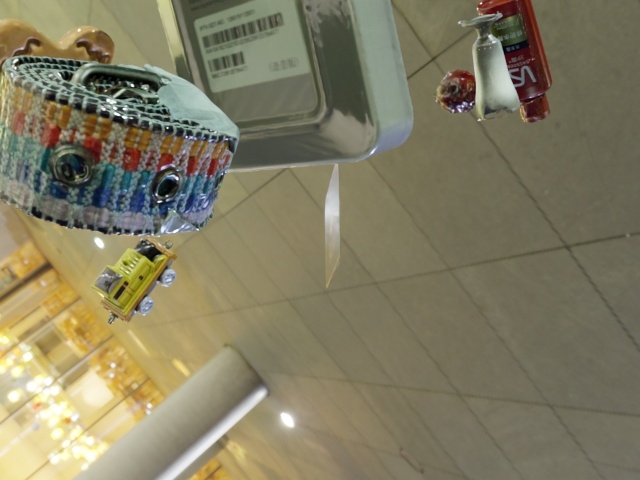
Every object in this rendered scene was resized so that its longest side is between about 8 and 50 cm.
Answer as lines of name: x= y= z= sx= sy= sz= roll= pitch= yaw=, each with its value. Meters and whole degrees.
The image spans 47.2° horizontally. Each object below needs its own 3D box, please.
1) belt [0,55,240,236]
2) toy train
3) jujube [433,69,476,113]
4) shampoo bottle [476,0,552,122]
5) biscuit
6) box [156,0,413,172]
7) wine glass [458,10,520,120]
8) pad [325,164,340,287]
belt: x=-0.204 y=-0.099 z=0.748 sx=0.207 sy=0.257 sz=0.150 roll=31 pitch=110 yaw=26
toy train: x=-0.393 y=0.077 z=1.550 sx=0.089 sy=0.219 sz=0.127 roll=27 pitch=164 yaw=30
jujube: x=0.319 y=-0.339 z=1.671 sx=0.104 sy=0.104 sz=0.166 roll=49 pitch=-159 yaw=5
shampoo bottle: x=0.462 y=-0.423 z=1.702 sx=0.118 sy=0.076 sz=0.314 roll=-13 pitch=123 yaw=22
biscuit: x=-0.398 y=-0.204 z=1.183 sx=0.052 sy=0.275 sz=0.355 roll=42 pitch=-172 yaw=39
box: x=-0.075 y=-0.298 z=1.027 sx=0.396 sy=0.111 sz=0.397 roll=0 pitch=110 yaw=45
wine glass: x=0.262 y=-0.271 z=1.140 sx=0.072 sy=0.072 sz=0.155 roll=11 pitch=120 yaw=59
pad: x=0.001 y=0.001 z=1.748 sx=0.375 sy=0.063 sz=0.315 roll=104 pitch=165 yaw=-74
